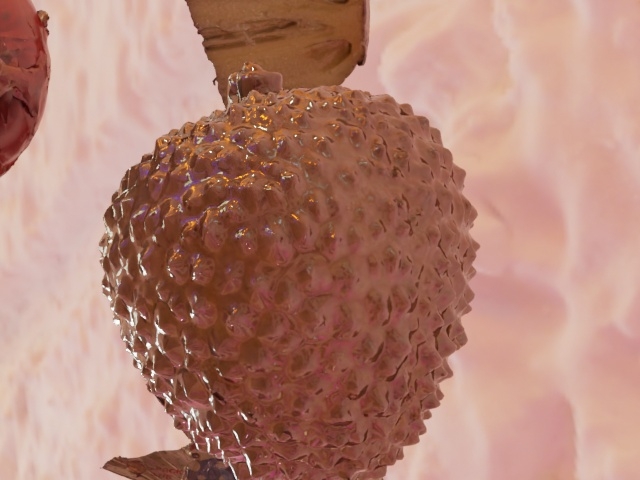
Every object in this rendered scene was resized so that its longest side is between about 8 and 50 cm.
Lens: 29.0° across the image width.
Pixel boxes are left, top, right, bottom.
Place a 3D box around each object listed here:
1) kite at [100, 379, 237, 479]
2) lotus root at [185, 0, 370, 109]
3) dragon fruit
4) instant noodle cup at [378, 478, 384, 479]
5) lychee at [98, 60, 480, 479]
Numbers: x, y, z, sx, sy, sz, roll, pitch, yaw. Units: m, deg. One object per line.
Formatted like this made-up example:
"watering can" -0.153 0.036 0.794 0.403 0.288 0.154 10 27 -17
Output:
"kite" -0.157 0.297 1.751 0.011 0.335 0.314 -86 -26 -53
"lotus root" -0.049 -0.353 1.815 0.149 0.260 0.267 -81 -23 -48
"dragon fruit" -0.428 -0.186 1.299 0.302 0.296 0.295 -165 72 -64
"instant noodle cup" -0.035 0.527 2.102 0.311 0.222 0.311 -7 82 54
"lychee" -0.027 0.036 1.212 0.380 0.380 0.432 -18 85 63
